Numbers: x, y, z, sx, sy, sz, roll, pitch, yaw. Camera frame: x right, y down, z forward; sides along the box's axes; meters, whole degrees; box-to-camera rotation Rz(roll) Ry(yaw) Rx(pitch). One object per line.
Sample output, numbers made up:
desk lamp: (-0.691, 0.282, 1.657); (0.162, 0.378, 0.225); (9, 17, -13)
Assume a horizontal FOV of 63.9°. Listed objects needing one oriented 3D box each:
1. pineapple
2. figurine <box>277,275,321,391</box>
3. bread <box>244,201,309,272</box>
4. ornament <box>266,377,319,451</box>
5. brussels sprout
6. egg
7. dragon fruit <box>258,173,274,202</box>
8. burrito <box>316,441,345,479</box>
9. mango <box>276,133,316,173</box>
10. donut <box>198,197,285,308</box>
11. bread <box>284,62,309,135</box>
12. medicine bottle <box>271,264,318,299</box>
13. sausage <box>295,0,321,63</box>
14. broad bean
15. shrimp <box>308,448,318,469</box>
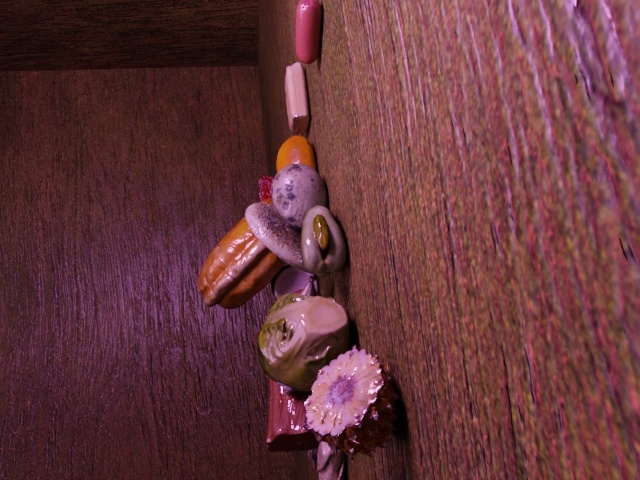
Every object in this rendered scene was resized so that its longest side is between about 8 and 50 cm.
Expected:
pineapple: (0.072, 0.286, 0.846); (0.137, 0.161, 0.176); (48, -175, -26)
figurine: (-0.044, 0.246, 1.430); (0.207, 0.166, 0.387); (-50, -21, -60)
bread: (-0.081, -0.013, 1.340); (0.040, 0.267, 0.267); (-51, 27, 18)
ornament: (-0.075, 0.519, 1.590); (0.221, 0.235, 0.218); (-30, 47, 30)
brussels sprout: (-0.031, 0.224, 1.166); (0.271, 0.210, 0.219); (119, 169, -54)
egg: (-0.053, -0.109, 1.324); (0.141, 0.141, 0.182); (-175, 70, -81)
dragon fruit: (-0.159, -0.136, 2.002); (0.189, 0.163, 0.262); (-10, -88, -65)
burrito: (0.028, 0.686, 1.400); (0.117, 0.076, 0.392); (-119, 26, -67)
mango: (-0.063, -0.188, 1.466); (0.147, 0.109, 0.227); (-28, 64, 54)
donut: (-0.217, 0.041, 1.662); (0.198, 0.449, 0.449); (43, 171, -3)
bread: (-0.072, -0.419, 1.544); (0.139, 0.060, 0.178); (112, 152, -70)
medicine bottle: (-0.090, 0.148, 1.689); (0.252, 0.144, 0.144); (168, 98, -84)
sausage: (-0.029, -0.504, 1.231); (0.154, 0.062, 0.062); (95, 167, -49)
broad bean: (0.000, 0.000, 1.189); (0.228, 0.100, 0.169); (153, 113, -84)
shrimp: (-0.019, 0.721, 1.839); (0.126, 0.047, 0.223); (-168, 75, -70)
